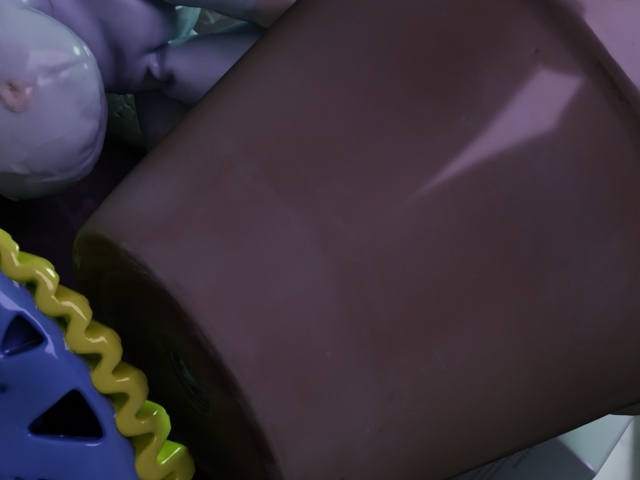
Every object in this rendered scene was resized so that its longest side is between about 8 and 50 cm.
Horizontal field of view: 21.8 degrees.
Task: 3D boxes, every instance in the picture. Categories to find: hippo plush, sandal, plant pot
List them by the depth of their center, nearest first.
[{"bbox_3d":[-0.137,0.128,0.832,0.138,0.126,0.317,-36,99,-20],"label":"sandal"},{"bbox_3d":[0.036,0.006,0.885,0.280,0.323,0.323,-34,75,-23],"label":"plant pot"},{"bbox_3d":[-0.151,-0.155,1.030,0.237,0.234,0.294,-21,68,-42],"label":"hippo plush"}]

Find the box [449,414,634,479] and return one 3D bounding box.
[{"bbox_3d":[0.140,0.120,1.074,0.087,0.102,0.101,39,43,7],"label":"box"}]
